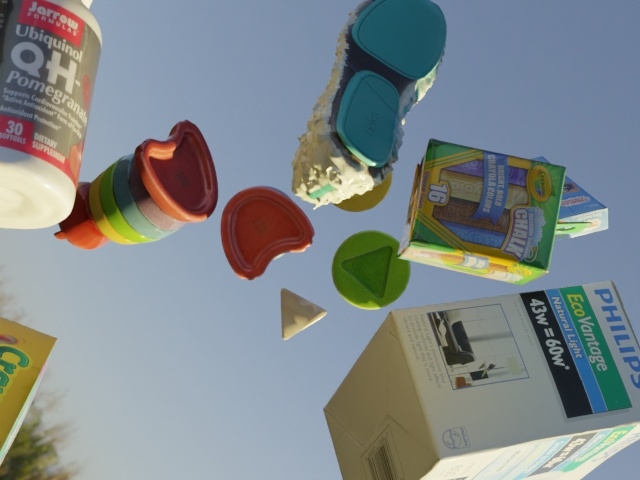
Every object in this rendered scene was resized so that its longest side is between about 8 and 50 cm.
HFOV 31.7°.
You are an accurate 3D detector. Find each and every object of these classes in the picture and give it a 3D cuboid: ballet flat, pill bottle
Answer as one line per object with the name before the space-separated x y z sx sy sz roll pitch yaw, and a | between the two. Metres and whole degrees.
ballet flat | 0.050 -0.185 1.439 0.147 0.409 0.147 12 -50 14
pill bottle | -0.348 -0.188 1.296 0.176 0.176 0.318 118 -22 -66

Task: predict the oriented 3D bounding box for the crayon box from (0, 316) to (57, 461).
crayon box | -0.482 0.161 1.215 0.363 0.313 0.106 -91 -156 -70

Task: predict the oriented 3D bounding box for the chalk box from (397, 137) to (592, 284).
chalk box | 0.214 -0.025 1.358 0.132 0.213 0.132 101 2 -79

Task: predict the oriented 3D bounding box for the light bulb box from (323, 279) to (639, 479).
light bulb box | 0.240 0.250 1.652 0.358 0.361 0.225 117 -38 -56

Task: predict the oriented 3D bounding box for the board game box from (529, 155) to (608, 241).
board game box | 0.290 -0.054 1.616 0.211 0.160 0.039 -122 -159 -63

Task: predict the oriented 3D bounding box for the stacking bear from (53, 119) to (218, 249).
stacking bear | -0.330 -0.068 1.915 0.289 0.175 0.164 -19 -78 33

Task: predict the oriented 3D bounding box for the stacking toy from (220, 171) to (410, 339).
stacking toy | 0.000 0.000 1.918 0.130 0.309 0.279 -93 161 -88
